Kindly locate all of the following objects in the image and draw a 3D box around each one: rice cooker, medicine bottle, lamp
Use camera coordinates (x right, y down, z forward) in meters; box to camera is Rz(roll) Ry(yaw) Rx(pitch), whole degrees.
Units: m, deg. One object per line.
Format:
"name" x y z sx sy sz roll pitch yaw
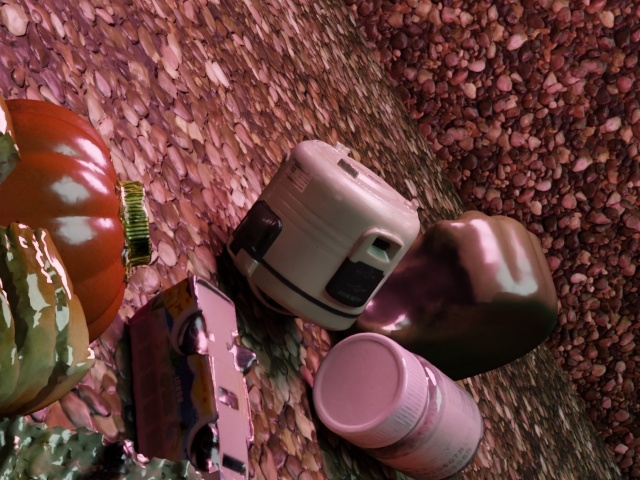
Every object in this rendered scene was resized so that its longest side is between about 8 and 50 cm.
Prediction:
"rice cooker" 0.000 0.000 1.499 0.226 0.244 0.226 36 13 -10
"medicine bottle" 0.116 0.247 1.604 0.273 0.165 0.165 38 31 -50
"lamp" -0.243 -0.007 0.917 0.223 0.196 0.223 176 -90 -76

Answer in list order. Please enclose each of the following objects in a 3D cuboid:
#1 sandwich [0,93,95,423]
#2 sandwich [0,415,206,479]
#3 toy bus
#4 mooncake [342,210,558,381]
"sandwich" -0.278 0.013 0.709 0.095 0.249 0.273 -4 67 -53
"sandwich" -0.159 0.263 0.646 0.262 0.131 0.325 -28 130 -72
"toy bus" -0.126 0.175 1.117 0.090 0.112 0.274 44 26 -46
"mooncake" 0.201 0.094 1.752 0.351 0.351 0.187 36 34 -54
